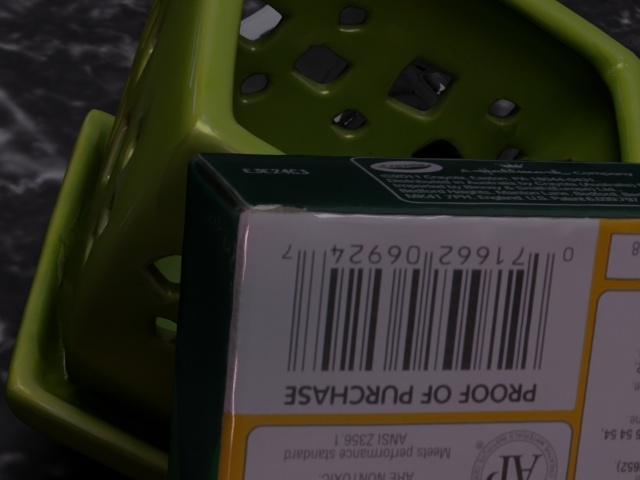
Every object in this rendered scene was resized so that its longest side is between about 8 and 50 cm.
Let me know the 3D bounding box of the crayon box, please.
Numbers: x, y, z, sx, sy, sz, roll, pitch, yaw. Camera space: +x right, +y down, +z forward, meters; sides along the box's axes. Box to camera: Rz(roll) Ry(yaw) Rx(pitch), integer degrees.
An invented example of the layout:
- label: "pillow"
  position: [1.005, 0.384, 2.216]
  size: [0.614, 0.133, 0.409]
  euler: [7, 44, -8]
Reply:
- label: "crayon box"
  position: [0.048, 0.135, 0.686]
  size: [0.203, 0.323, 0.083]
  euler: [1, 15, -17]

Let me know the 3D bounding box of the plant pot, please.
- label: "plant pot"
  position: [0.000, 0.000, 0.839]
  size: [0.228, 0.207, 0.227]
  euler: [28, 37, -18]

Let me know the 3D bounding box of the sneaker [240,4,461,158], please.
- label: "sneaker"
  position: [0.041, -0.091, 1.079]
  size: [0.147, 0.104, 0.296]
  euler: [31, 48, 17]
